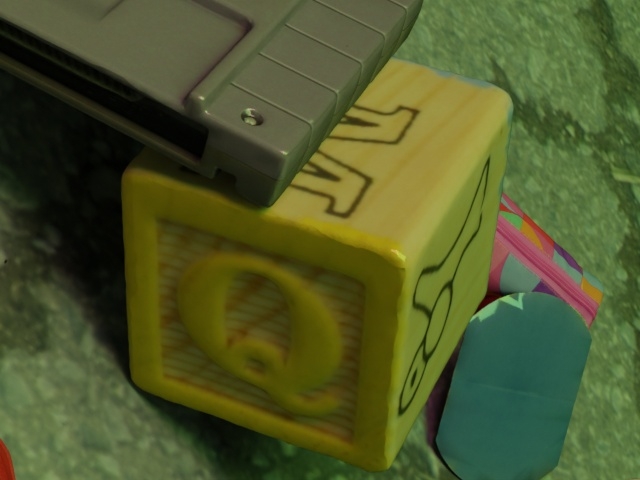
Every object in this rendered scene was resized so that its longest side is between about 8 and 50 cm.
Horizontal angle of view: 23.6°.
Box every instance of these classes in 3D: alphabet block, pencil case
[{"bbox_3d":[0.000,0.000,1.010,0.197,0.193,0.192,-54,154,-47],"label":"alphabet block"},{"bbox_3d":[0.138,0.008,1.279,0.236,0.104,0.104,40,47,-29],"label":"pencil case"}]

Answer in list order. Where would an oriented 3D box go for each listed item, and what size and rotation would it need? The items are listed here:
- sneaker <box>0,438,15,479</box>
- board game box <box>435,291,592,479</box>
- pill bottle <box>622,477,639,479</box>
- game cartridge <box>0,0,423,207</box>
[{"bbox_3d":[-0.232,0.112,0.850,0.118,0.107,0.279,-18,88,-68],"label":"sneaker"},{"bbox_3d":[0.151,0.121,1.262,0.133,0.033,0.168,12,94,-32],"label":"board game box"},{"bbox_3d":[0.273,0.336,1.220,0.162,0.162,0.278,11,64,-44],"label":"pill bottle"},{"bbox_3d":[-0.130,-0.177,0.967,0.355,0.068,0.230,27,48,8],"label":"game cartridge"}]
